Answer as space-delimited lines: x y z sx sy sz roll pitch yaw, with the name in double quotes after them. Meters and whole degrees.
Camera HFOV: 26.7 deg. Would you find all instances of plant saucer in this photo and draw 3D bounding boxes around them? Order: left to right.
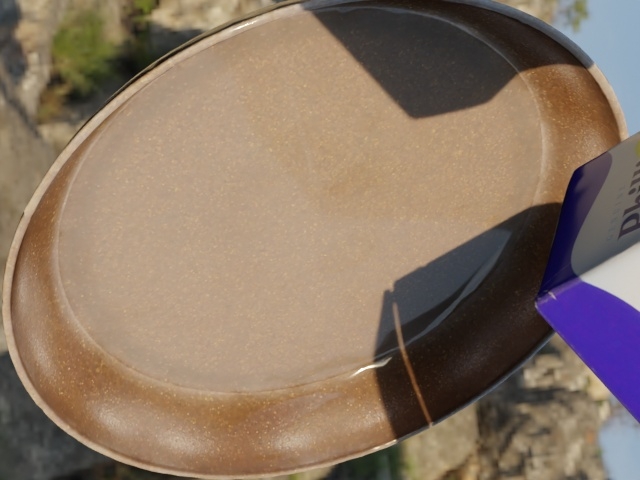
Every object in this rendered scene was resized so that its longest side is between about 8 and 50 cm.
0.000 0.000 0.659 0.310 0.311 0.050 87 -14 -45 "plant saucer"

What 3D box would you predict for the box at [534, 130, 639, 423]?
0.150 0.012 0.347 0.126 0.137 0.072 47 37 -14 "box"
